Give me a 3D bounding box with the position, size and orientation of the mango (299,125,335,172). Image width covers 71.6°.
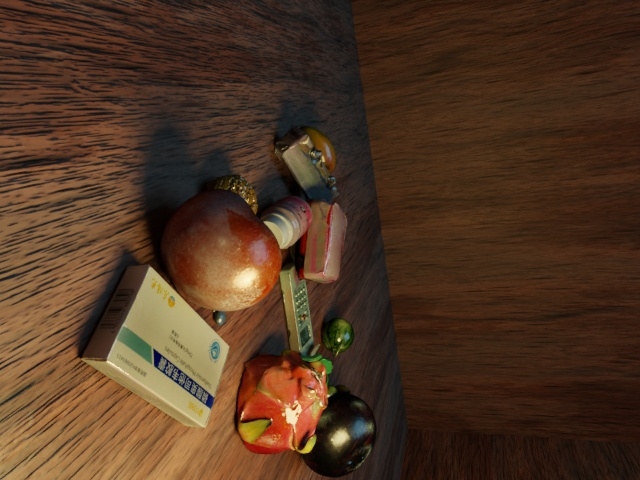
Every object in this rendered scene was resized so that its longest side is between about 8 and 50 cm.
[{"bbox_3d":[-0.018,-0.353,1.777,0.120,0.151,0.221,-58,140,-52],"label":"mango"}]

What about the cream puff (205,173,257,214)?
[{"bbox_3d":[-0.227,-0.097,1.168,0.165,0.115,0.150,44,48,-64],"label":"cream puff"}]

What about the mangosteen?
[{"bbox_3d":[0.041,0.671,1.572,0.300,0.300,0.301,-5,90,-71],"label":"mangosteen"}]

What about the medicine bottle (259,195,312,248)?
[{"bbox_3d":[-0.121,-0.051,1.425,0.247,0.147,0.147,-50,132,-65],"label":"medicine bottle"}]

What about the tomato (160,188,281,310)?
[{"bbox_3d":[-0.220,0.032,0.960,0.227,0.270,0.270,-39,131,-24],"label":"tomato"}]

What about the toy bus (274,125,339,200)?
[{"bbox_3d":[-0.044,-0.261,1.648,0.112,0.138,0.317,47,-7,47],"label":"toy bus"}]

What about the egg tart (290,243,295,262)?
[{"bbox_3d":[-0.082,0.040,1.677,0.105,0.039,0.105,-6,90,-70],"label":"egg tart"}]

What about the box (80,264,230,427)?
[{"bbox_3d":[-0.314,0.230,0.919,0.343,0.065,0.200,64,28,-46],"label":"box"}]

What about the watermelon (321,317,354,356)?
[{"bbox_3d":[0.068,0.417,1.879,0.187,0.140,0.141,-67,147,-48],"label":"watermelon"}]

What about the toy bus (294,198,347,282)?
[{"bbox_3d":[0.000,0.000,1.568,0.127,0.147,0.303,24,69,-52],"label":"toy bus"}]

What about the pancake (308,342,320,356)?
[{"bbox_3d":[-0.036,0.446,1.659,0.139,0.022,0.140,24,90,-83],"label":"pancake"}]

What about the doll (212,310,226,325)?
[{"bbox_3d":[-0.259,0.159,1.160,0.037,0.027,0.125,48,39,-62],"label":"doll"}]

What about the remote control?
[{"bbox_3d":[-0.083,0.252,1.609,0.145,0.050,0.344,-32,116,-69],"label":"remote control"}]

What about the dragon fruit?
[{"bbox_3d":[-0.086,0.469,1.288,0.305,0.225,0.306,-6,90,-73],"label":"dragon fruit"}]

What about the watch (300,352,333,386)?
[{"bbox_3d":[-0.027,0.477,1.515,0.152,0.165,0.131,-117,-150,-63],"label":"watch"}]
